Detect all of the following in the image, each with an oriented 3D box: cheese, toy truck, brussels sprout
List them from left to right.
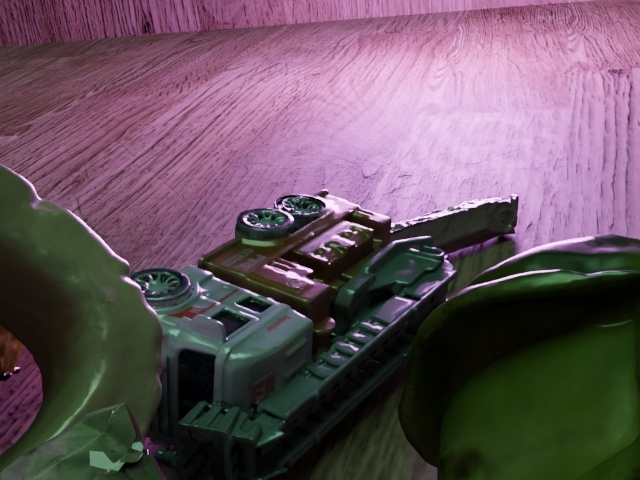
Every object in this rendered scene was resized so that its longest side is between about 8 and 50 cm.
[{"bbox_3d":[-0.271,0.087,0.564,0.332,0.292,0.153,-31,-2,-37],"label":"cheese"},{"bbox_3d":[-0.029,0.077,0.786,0.184,0.133,0.338,17,29,28],"label":"toy truck"},{"bbox_3d":[0.170,0.134,0.453,0.294,0.227,0.259,26,34,-7],"label":"brussels sprout"}]

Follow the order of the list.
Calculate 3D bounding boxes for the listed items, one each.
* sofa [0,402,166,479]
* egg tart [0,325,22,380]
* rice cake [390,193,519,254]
[{"bbox_3d":[-0.166,0.199,0.404,0.176,0.225,0.210,16,34,37],"label":"sofa"},{"bbox_3d":[-0.380,0.083,0.807,0.345,0.132,0.345,-15,3,1],"label":"egg tart"},{"bbox_3d":[0.105,0.000,1.029,0.270,0.055,0.049,-19,10,-25],"label":"rice cake"}]
